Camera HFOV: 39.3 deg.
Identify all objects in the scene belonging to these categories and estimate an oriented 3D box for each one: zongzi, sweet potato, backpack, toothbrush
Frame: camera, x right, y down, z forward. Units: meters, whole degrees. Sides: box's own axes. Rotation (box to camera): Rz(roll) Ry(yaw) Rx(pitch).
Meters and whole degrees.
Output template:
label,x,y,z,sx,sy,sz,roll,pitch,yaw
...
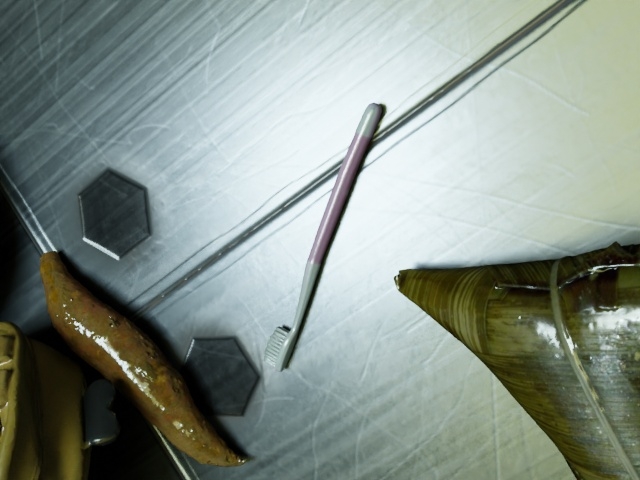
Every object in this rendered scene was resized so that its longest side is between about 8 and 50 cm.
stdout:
label,x,y,z,sx,sy,sz,roll,pitch,yaw
zongzi,0.206,0.139,0.772,0.288,0.134,0.286,-3,101,34
sweet potato,-0.197,0.127,0.938,0.314,0.066,0.072,41,146,9
backpack,-0.358,0.272,0.903,0.378,0.201,0.353,-44,42,23
toothbrush,0.000,0.000,0.873,0.025,0.020,0.286,27,106,21
